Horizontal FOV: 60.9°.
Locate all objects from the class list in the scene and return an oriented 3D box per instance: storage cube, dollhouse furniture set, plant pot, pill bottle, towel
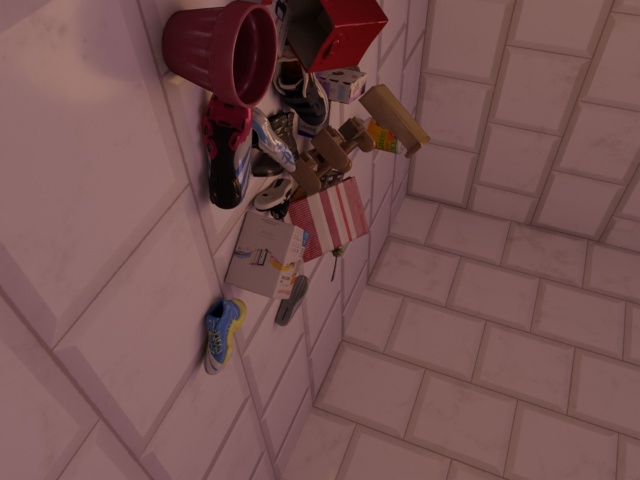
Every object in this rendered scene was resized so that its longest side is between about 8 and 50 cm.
[{"bbox_3d":[0.028,-0.595,1.470,0.193,0.214,0.183,-20,165,-34],"label":"storage cube"},{"bbox_3d":[0.143,-0.315,1.916,0.394,0.256,0.362,-40,-179,27],"label":"dollhouse furniture set"},{"bbox_3d":[-0.209,-0.387,1.106,0.201,0.181,0.201,16,90,-75],"label":"plant pot"},{"bbox_3d":[0.263,-0.484,2.480,0.136,0.246,0.136,16,90,-74],"label":"pill bottle"},{"bbox_3d":[0.014,-0.071,1.982,0.329,0.037,0.236,-25,113,-21],"label":"towel"}]

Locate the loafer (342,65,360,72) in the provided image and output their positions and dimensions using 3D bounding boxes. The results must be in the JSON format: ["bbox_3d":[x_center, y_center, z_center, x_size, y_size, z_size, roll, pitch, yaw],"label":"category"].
[{"bbox_3d":[0.069,-0.644,1.994,0.087,0.094,0.251,-51,155,6],"label":"loafer"}]

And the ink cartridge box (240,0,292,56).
[{"bbox_3d":[-0.142,-0.556,1.364,0.175,0.073,0.127,10,95,-73],"label":"ink cartridge box"}]

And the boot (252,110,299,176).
[{"bbox_3d":[-0.144,-0.296,1.648,0.246,0.084,0.161,-51,140,-54],"label":"boot"}]

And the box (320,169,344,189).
[{"bbox_3d":[0.026,-0.199,2.303,0.231,0.056,0.182,-26,129,-69],"label":"box"}]

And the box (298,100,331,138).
[{"bbox_3d":[-0.019,-0.440,1.890,0.126,0.072,0.137,-50,151,-54],"label":"box"}]

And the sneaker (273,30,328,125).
[{"bbox_3d":[-0.066,-0.452,1.636,0.321,0.126,0.127,69,34,-47],"label":"sneaker"}]

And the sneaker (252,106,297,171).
[{"bbox_3d":[-0.147,-0.270,1.531,0.086,0.085,0.237,-45,132,-4],"label":"sneaker"}]

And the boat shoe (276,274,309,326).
[{"bbox_3d":[-0.118,0.246,2.239,0.226,0.083,0.076,-59,173,-9],"label":"boat shoe"}]

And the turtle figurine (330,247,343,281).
[{"bbox_3d":[0.000,0.000,2.072,0.274,0.198,0.266,-61,170,-62],"label":"turtle figurine"}]

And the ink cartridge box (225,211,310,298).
[{"bbox_3d":[-0.162,0.053,1.710,0.171,0.169,0.232,28,80,-75],"label":"ink cartridge box"}]

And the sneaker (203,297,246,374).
[{"bbox_3d":[-0.313,0.276,1.616,0.126,0.091,0.239,35,71,-54],"label":"sneaker"}]

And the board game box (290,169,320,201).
[{"bbox_3d":[-0.061,-0.159,2.067,0.124,0.039,0.259,92,24,-45],"label":"board game box"}]

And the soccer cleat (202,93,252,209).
[{"bbox_3d":[-0.227,-0.241,1.359,0.143,0.116,0.330,-78,178,-62],"label":"soccer cleat"}]

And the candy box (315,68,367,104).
[{"bbox_3d":[0.033,-0.512,1.771,0.165,0.197,0.070,-50,151,-54],"label":"candy box"}]

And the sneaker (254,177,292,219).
[{"bbox_3d":[-0.147,-0.109,1.765,0.217,0.079,0.121,-52,152,-56],"label":"sneaker"}]
